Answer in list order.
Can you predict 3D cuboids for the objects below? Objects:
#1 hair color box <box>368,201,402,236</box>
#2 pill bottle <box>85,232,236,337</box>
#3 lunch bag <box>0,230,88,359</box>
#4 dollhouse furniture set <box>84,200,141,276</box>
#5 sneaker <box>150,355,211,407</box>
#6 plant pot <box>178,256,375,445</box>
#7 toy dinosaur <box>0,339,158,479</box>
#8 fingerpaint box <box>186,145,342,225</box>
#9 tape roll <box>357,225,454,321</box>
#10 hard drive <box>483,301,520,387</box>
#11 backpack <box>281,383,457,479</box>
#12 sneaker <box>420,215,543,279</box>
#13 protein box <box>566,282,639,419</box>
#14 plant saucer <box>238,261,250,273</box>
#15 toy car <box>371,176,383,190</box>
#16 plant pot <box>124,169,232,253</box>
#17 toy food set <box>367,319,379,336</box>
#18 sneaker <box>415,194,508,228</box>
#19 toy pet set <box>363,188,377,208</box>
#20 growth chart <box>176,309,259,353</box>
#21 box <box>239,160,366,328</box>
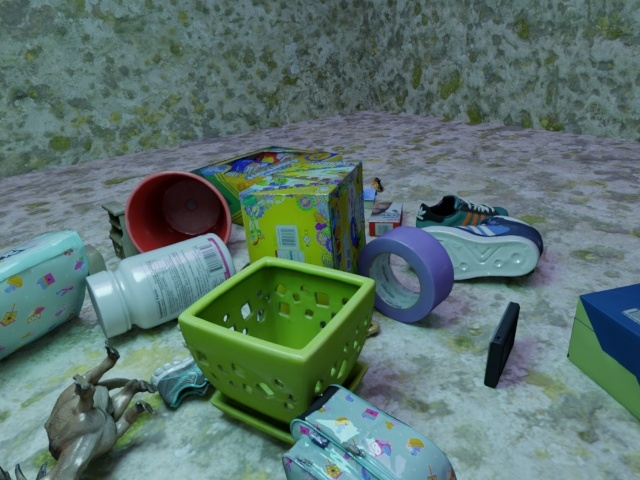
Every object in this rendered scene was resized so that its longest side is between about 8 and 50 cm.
[{"bbox_3d":[0.206,-0.069,1.386,0.093,0.053,0.167,1,24,13],"label":"hair color box"},{"bbox_3d":[-0.345,0.096,0.978,0.283,0.160,0.160,-19,29,-31],"label":"pill bottle"},{"bbox_3d":[-0.593,0.099,0.873,0.160,0.262,0.223,46,40,4],"label":"lunch bag"},{"bbox_3d":[-0.640,0.009,1.209,0.242,0.160,0.212,-24,32,-37],"label":"dollhouse furniture set"},{"bbox_3d":[-0.205,0.232,0.776,0.167,0.064,0.076,-28,56,-14],"label":"sneaker"},{"bbox_3d":[-0.053,0.175,0.710,0.227,0.206,0.228,10,29,29],"label":"plant pot"},{"bbox_3d":[-0.364,0.277,0.657,0.200,0.127,0.296,-46,16,-5],"label":"toy dinosaur"},{"bbox_3d":[-0.191,-0.217,1.632,0.372,0.163,0.445,15,31,36],"label":"fingerpaint box"},{"bbox_3d":[0.175,0.069,0.928,0.189,0.188,0.080,18,32,39],"label":"tape roll"},{"bbox_3d":[0.320,0.180,0.778,0.022,0.094,0.135,13,30,32],"label":"hard drive"},{"bbox_3d":[0.055,0.281,0.512,0.189,0.165,0.144,10,29,34],"label":"backpack"},{"bbox_3d":[0.388,0.008,1.131,0.323,0.130,0.236,3,15,25],"label":"sneaker"},{"bbox_3d":[0.559,0.174,0.707,0.202,0.135,0.199,-9,25,-10],"label":"protein box"},{"bbox_3d":[-0.134,0.081,1.139,0.169,0.029,0.168,-4,24,2],"label":"plant saucer"},{"bbox_3d":[0.198,-0.199,1.673,0.041,0.060,0.122,-27,4,32],"label":"toy car"},{"bbox_3d":[-0.386,-0.079,1.275,0.275,0.274,0.243,-6,16,-5],"label":"plant pot"},{"bbox_3d":[0.074,0.175,0.913,0.083,0.020,0.083,-12,26,-17],"label":"toy food set"},{"bbox_3d":[0.419,-0.075,1.287,0.303,0.120,0.108,-11,26,-16],"label":"sneaker"},{"bbox_3d":[0.135,-0.148,1.553,0.114,0.065,0.122,4,26,17],"label":"toy pet set"},{"bbox_3d":[-0.195,0.193,0.912,0.172,0.021,0.237,-23,31,-34],"label":"growth chart"},{"bbox_3d":[-0.015,0.000,0.950,0.177,0.289,0.279,2,22,18],"label":"box"}]
